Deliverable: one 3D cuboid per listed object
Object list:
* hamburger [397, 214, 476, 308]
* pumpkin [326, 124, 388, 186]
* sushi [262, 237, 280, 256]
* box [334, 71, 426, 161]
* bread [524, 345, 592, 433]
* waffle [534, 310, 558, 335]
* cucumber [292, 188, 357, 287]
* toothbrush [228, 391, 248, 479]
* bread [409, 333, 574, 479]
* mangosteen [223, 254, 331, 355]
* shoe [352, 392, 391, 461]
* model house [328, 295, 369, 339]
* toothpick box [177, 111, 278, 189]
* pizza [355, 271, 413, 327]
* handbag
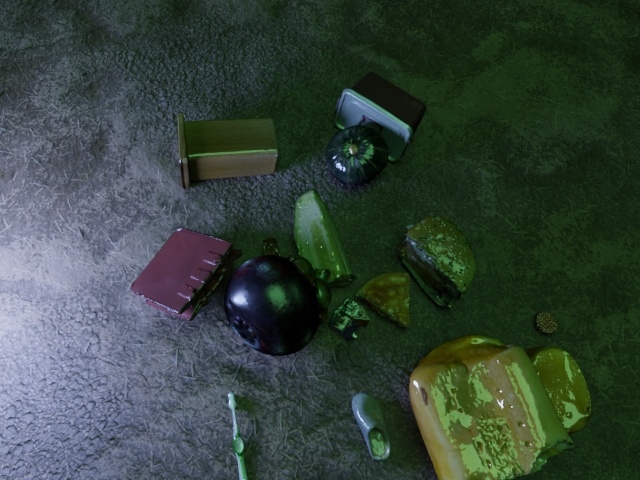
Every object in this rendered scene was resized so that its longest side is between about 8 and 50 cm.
[{"bbox_3d":[0.380,0.052,1.753,0.192,0.167,0.288,-36,75,-18],"label":"hamburger"},{"bbox_3d":[0.125,-0.286,1.878,0.212,0.152,0.211,-2,84,20],"label":"pumpkin"},{"bbox_3d":[-0.155,0.041,1.753,0.055,0.052,0.120,-13,69,-12],"label":"sushi"},{"bbox_3d":[0.214,-0.439,1.939,0.294,0.193,0.167,34,61,8],"label":"box"},{"bbox_3d":[0.676,0.443,1.634,0.196,0.142,0.269,-6,71,-4],"label":"bread"},{"bbox_3d":[0.724,0.263,1.781,0.075,0.029,0.083,14,62,-4],"label":"waffle"},{"bbox_3d":[-0.002,0.001,1.767,0.145,0.105,0.325,-23,69,12],"label":"cucumber"},{"bbox_3d":[-0.224,0.571,1.526,0.030,0.030,0.303,-9,68,-11],"label":"toothbrush"},{"bbox_3d":[0.439,0.460,1.539,0.361,0.250,0.394,-20,65,0],"label":"bread"},{"bbox_3d":[-0.124,0.168,1.578,0.300,0.300,0.300,3,66,-6],"label":"mangosteen"},{"bbox_3d":[0.151,0.525,1.569,0.079,0.078,0.195,-15,73,-13],"label":"shoe"},{"bbox_3d":[0.090,0.241,1.678,0.100,0.087,0.100,36,71,10],"label":"model house"},{"bbox_3d":[-0.305,-0.298,1.818,0.308,0.187,0.190,-5,67,-13],"label":"toothpick box"},{"bbox_3d":[0.214,0.194,1.731,0.201,0.053,0.193,-10,66,-23],"label":"pizza"},{"bbox_3d":[-0.392,0.093,1.609,0.276,0.084,0.260,11,57,40],"label":"handbag"}]
